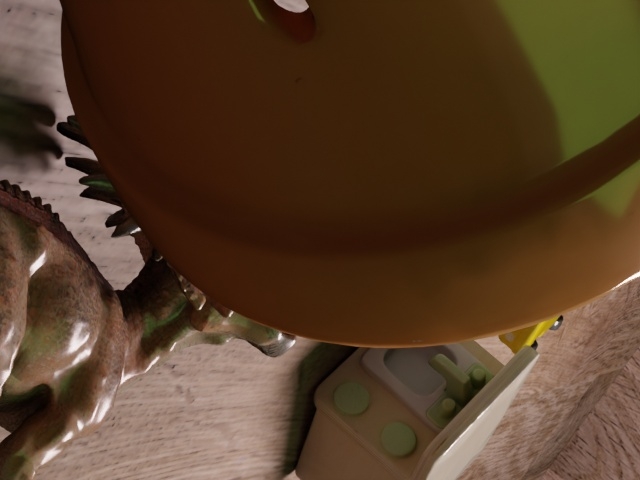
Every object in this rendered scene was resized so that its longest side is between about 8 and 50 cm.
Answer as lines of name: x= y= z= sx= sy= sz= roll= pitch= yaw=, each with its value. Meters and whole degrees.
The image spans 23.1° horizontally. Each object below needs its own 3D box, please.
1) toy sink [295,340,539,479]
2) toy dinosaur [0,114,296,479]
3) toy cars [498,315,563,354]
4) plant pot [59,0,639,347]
toy sink: x=0.080 y=0.157 z=1.439 sx=0.153 sy=0.131 sz=0.234 roll=-42 pitch=164 yaw=-27
toy dinosaur: x=-0.139 y=0.021 z=0.681 sx=0.200 sy=0.127 sz=0.295 roll=-61 pitch=149 yaw=3
toy cars: x=0.292 y=-0.028 z=1.685 sx=0.394 sy=0.087 sz=0.176 roll=-48 pitch=167 yaw=-21
plant pot: x=0.017 y=-0.135 z=0.546 sx=0.291 sy=0.291 sz=0.203 roll=-48 pitch=145 yaw=-11
